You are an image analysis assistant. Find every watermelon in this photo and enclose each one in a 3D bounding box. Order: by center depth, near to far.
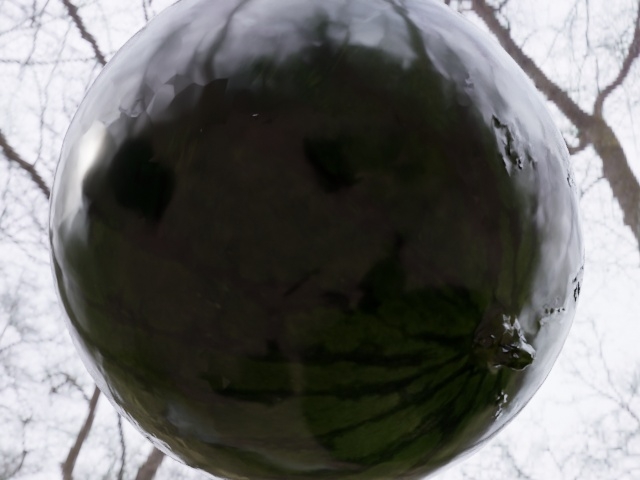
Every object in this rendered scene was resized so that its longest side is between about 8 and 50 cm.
[{"bbox_3d":[-0.003,-0.002,0.477,0.242,0.242,0.242,5,-47,5],"label":"watermelon"}]
